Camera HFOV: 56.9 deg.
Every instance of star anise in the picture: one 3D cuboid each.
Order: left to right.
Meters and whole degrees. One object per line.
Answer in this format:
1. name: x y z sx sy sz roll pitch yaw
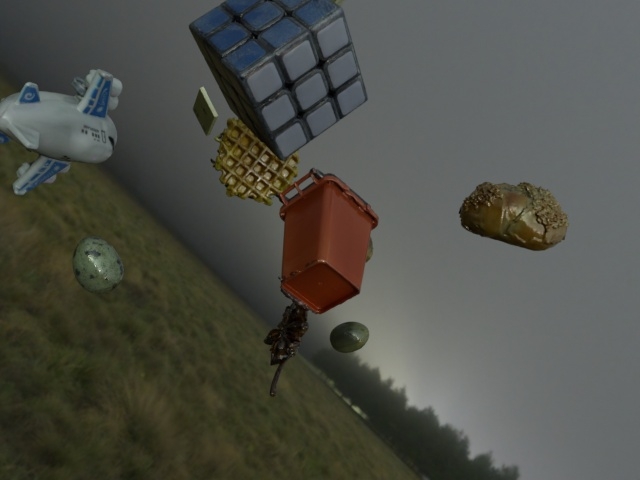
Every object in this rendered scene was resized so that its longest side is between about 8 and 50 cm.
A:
1. star anise: -0.088 0.246 1.384 0.073 0.234 0.177 31 -17 -14

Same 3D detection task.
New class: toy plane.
1. toy plane: -0.440 -0.186 1.000 0.122 0.267 0.267 45 -9 8

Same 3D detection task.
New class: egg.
1. egg: -0.673 0.074 1.781 0.141 0.141 0.182 24 -46 63

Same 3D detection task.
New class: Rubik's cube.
1. Rubik's cube: -0.099 -0.449 1.503 0.305 0.300 0.304 50 -9 35

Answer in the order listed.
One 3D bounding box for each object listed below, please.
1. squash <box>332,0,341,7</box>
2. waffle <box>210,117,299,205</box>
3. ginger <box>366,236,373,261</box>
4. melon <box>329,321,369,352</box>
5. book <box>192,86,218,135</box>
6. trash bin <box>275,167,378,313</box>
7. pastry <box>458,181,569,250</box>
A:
1. squash: 0.033 -0.821 2.067 0.133 0.220 0.220 26 -14 15
2. waffle: -0.206 -0.280 1.941 0.329 0.329 0.062 45 -9 -16
3. ginger: 0.054 -0.040 1.948 0.270 0.123 0.219 30 40 -38
4. melon: 0.093 0.310 1.894 0.098 0.130 0.098 -13 90 -77
5. book: -0.270 -0.302 1.385 0.077 0.014 0.111 62 -25 3
6. trash bin: 0.000 0.000 1.129 0.184 0.161 0.239 41 35 -26
7. pastry: 0.565 -0.090 1.719 0.310 0.255 0.162 14 -62 17
